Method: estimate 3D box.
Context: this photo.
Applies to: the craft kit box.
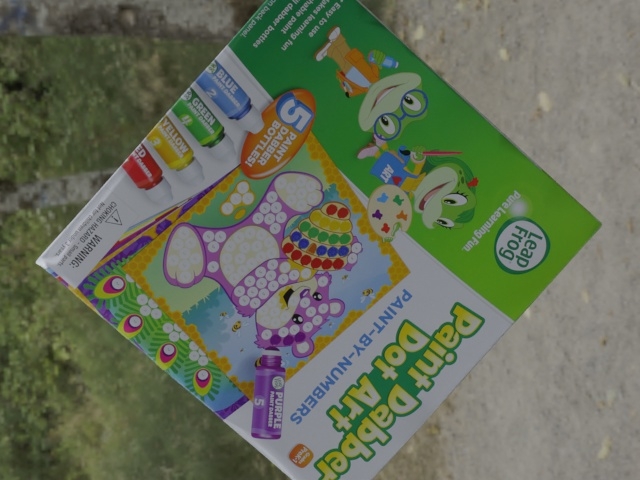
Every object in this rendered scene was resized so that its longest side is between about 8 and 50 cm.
[{"bbox_3d":[0.000,0.000,0.543,0.250,0.246,0.061,-49,7,2],"label":"craft kit box"}]
